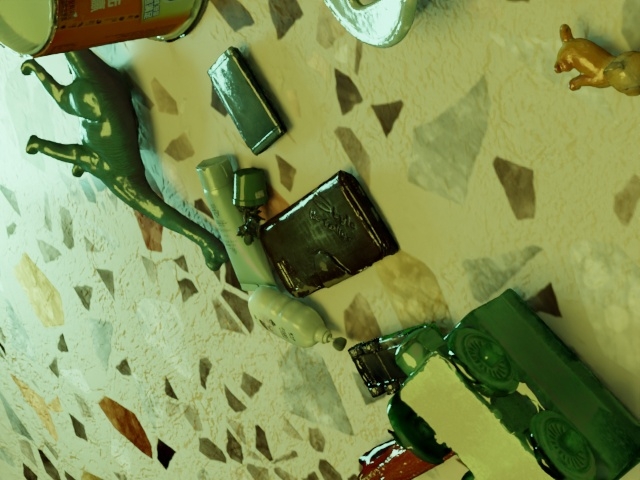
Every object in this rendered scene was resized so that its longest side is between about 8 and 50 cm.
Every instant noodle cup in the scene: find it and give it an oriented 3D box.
[{"bbox_3d":[-0.311,-0.363,1.396,0.296,0.214,0.296,27,131,36],"label":"instant noodle cup"}]

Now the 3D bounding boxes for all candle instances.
[{"bbox_3d":[0.136,0.259,1.407,0.059,0.084,0.301,33,138,-15],"label":"candle"}]

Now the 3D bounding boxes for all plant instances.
[{"bbox_3d":[-0.092,-0.044,1.478,0.051,0.051,0.102,15,113,44],"label":"plant"}]

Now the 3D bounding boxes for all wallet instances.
[{"bbox_3d":[-0.094,-0.178,1.417,0.129,0.026,0.088,59,147,1],"label":"wallet"},{"bbox_3d":[0.000,0.000,1.418,0.232,0.031,0.122,-31,89,54],"label":"wallet"}]

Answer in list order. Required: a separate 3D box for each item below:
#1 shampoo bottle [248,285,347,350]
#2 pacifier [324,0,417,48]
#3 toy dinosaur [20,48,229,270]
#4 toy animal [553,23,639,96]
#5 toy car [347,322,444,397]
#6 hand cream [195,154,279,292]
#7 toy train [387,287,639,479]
[{"bbox_3d":[-0.026,0.115,1.505,0.152,0.045,0.077,22,147,32],"label":"shampoo bottle"},{"bbox_3d":[-0.043,-0.332,1.075,0.344,0.269,0.288,70,164,-6],"label":"pacifier"},{"bbox_3d":[-0.270,-0.162,1.595,0.330,0.129,0.384,18,125,29],"label":"toy dinosaur"},{"bbox_3d":[0.258,-0.165,0.996,0.083,0.060,0.081,-2,112,59],"label":"toy animal"},{"bbox_3d":[0.105,0.142,1.361,0.165,0.062,0.071,-25,94,53],"label":"toy car"},{"bbox_3d":[-0.115,-0.017,1.530,0.078,0.050,0.205,1,119,43],"label":"hand cream"},{"bbox_3d":[0.198,0.188,1.151,0.266,0.202,0.145,49,122,16],"label":"toy train"}]
